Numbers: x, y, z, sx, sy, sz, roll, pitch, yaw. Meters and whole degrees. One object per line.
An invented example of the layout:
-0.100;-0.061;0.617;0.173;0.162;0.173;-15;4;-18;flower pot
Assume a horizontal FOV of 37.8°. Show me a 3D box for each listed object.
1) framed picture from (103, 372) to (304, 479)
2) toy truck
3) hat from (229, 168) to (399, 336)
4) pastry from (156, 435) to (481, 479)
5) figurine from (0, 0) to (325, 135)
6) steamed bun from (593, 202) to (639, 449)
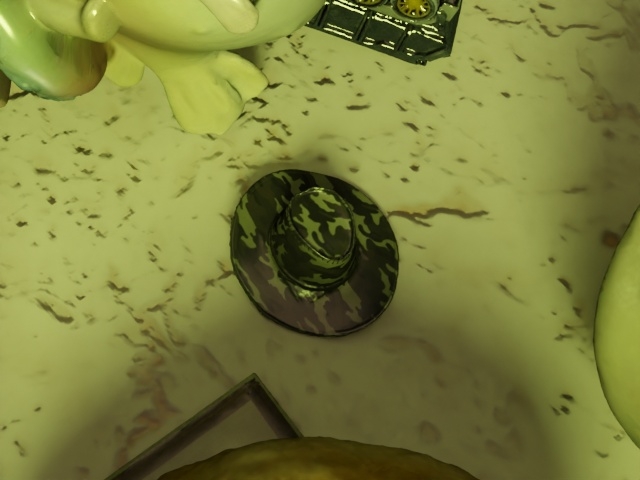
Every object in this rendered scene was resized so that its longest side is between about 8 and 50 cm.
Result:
-0.077;0.204;0.515;0.231;0.010;0.173;-33;74;-19;framed picture
0.012;-0.195;0.660;0.192;0.092;0.083;18;66;-7;toy truck
0.000;0.000;0.592;0.121;0.050;0.121;3;68;-8;hat
-0.007;0.250;0.387;0.356;0.163;0.356;-5;52;6;pastry
-0.157;-0.128;0.547;0.394;0.274;0.226;-24;50;15;figurine
0.309;0.073;0.459;0.342;0.368;0.255;26;88;-35;steamed bun
